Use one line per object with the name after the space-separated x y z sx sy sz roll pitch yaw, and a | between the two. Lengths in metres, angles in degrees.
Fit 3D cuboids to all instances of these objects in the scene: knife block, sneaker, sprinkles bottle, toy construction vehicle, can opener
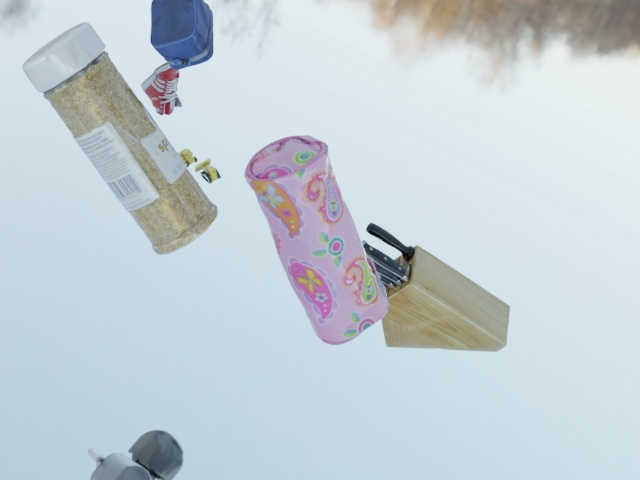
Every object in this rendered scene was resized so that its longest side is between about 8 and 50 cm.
0.164 0.071 2.325 0.275 0.242 0.088 2 -131 11 | knife block
-0.234 -0.236 2.221 0.042 0.118 0.067 -27 -92 -32 | sneaker
-0.296 -0.149 2.148 0.355 0.121 0.121 56 -173 -17 | sprinkles bottle
-0.235 -0.128 2.507 0.086 0.035 0.098 -29 -128 -21 | toy construction vehicle
-0.170 0.220 1.380 0.076 0.095 0.283 43 167 -8 | can opener

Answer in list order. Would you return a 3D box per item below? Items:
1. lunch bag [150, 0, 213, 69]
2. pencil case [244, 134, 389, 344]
-0.171 -0.262 1.806 0.067 0.098 0.065 -11 152 20 | lunch bag
0.000 0.000 1.906 0.284 0.124 0.124 66 175 -28 | pencil case
